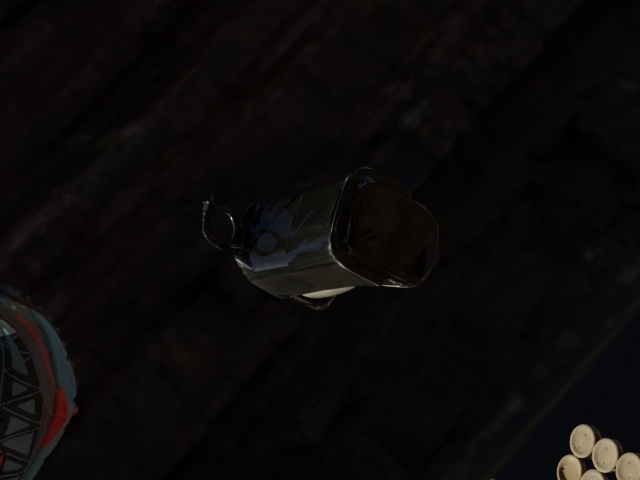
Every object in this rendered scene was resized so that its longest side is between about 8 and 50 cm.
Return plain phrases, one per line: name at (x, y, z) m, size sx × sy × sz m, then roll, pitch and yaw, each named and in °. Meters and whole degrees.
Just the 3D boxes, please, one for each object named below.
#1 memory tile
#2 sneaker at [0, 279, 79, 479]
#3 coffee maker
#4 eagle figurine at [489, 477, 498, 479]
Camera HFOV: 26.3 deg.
memory tile at (0.287, 0.280, 1.463) m, size 0.113 × 0.012 × 0.148 m, roll 28°, pitch 100°, yaw 54°
sneaker at (-0.241, 0.151, 0.905) m, size 0.125 × 0.104 × 0.262 m, roll -42°, pitch -28°, yaw -63°
coffee maker at (0.000, 0.000, 1.335) m, size 0.171 × 0.120 × 0.178 m, roll 1°, pitch -9°, yaw -31°
eagle figurine at (0.100, 0.346, 0.981) m, size 0.226 × 0.298 × 0.225 m, roll -19°, pitch -41°, yaw -20°
